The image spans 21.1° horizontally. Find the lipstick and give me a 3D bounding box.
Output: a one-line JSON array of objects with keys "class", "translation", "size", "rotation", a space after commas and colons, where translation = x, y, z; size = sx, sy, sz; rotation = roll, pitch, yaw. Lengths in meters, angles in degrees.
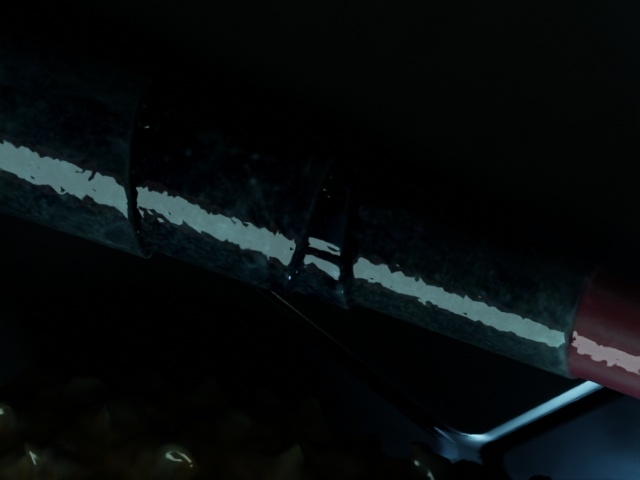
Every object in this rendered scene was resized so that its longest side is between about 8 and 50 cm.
[{"class": "lipstick", "translation": [0.000, 0.000, 0.482], "size": [0.234, 0.053, 0.053], "rotation": [21, 141, 4]}]

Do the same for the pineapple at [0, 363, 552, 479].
[{"class": "pineapple", "translation": [0.032, 0.120, 0.528], "size": [0.341, 0.169, 0.169], "rotation": [-1, 134, 22]}]
